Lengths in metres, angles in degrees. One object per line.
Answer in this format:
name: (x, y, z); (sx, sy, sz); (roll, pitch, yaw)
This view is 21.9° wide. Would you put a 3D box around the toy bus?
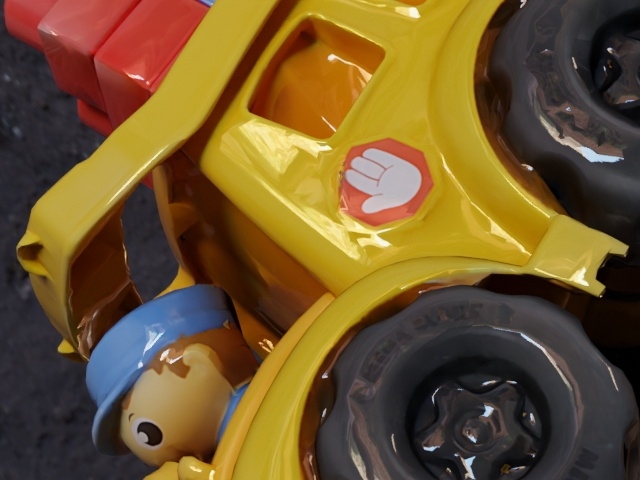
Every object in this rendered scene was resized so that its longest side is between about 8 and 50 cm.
toy bus: (0.000, 0.000, 0.421); (0.220, 0.211, 0.149); (-57, 164, -23)
